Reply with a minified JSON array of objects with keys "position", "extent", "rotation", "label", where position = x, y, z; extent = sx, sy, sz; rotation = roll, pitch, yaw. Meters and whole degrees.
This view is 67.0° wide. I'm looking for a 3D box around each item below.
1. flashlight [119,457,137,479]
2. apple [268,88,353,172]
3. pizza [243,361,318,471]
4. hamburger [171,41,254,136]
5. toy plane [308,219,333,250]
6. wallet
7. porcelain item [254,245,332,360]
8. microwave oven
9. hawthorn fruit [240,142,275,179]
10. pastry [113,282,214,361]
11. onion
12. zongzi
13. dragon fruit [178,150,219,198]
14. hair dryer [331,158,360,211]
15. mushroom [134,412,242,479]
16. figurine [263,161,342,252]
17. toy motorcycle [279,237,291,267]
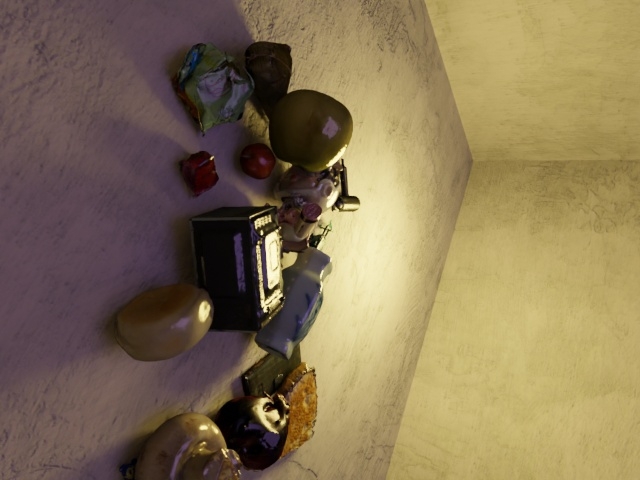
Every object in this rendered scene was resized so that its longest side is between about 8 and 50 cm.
[{"position":[-0.541,0.686,1.375],"extent":[0.057,0.036,0.121],"rotation":[-12,104,-57],"label":"flashlight"},{"position":[-0.035,-0.368,1.647],"extent":[0.292,0.292,0.253],"rotation":[17,93,-57],"label":"apple"},{"position":[-0.123,0.683,1.947],"extent":[0.435,0.080,0.391],"rotation":[-1,106,-60],"label":"pizza"},{"position":[-0.299,-0.470,1.474],"extent":[0.276,0.151,0.260],"rotation":[-42,130,-47],"label":"hamburger"},{"position":[0.000,0.000,2.088],"extent":[0.234,0.060,0.096],"rotation":[-62,149,-25],"label":"toy plane"},{"position":[-0.181,0.513,1.896],"extent":[0.317,0.044,0.168],"rotation":[-32,122,-50],"label":"wallet"},{"position":[-0.094,0.232,1.816],"extent":[0.242,0.179,0.404],"rotation":[86,26,-64],"label":"porcelain item"},{"position":[-0.241,0.080,1.515],"extent":[0.286,0.219,0.354],"rotation":[-41,130,-74],"label":"microwave oven"},{"position":[-0.213,-0.274,1.645],"extent":[0.140,0.125,0.125],"rotation":[102,9,-66],"label":"hawthorn fruit"},{"position":[-0.418,0.216,1.310],"extent":[0.265,0.265,0.133],"rotation":[-47,130,-43],"label":"pastry"},{"position":[-0.243,0.652,1.677],"extent":[0.281,0.221,0.280],"rotation":[0,90,-29],"label":"onion"},{"position":[-0.174,-0.506,1.621],"extent":[0.273,0.145,0.299],"rotation":[-73,166,-68],"label":"zongzi"},{"position":[-0.376,-0.216,1.462],"extent":[0.102,0.096,0.147],"rotation":[-44,162,-32],"label":"dragon fruit"},{"position":[0.093,-0.252,2.200],"extent":[0.196,0.078,0.248],"rotation":[-5,89,-56],"label":"hair dryer"},{"position":[-0.369,0.666,1.402],"extent":[0.298,0.290,0.297],"rotation":[-10,102,-57],"label":"mushroom"},{"position":[-0.071,-0.156,1.800],"extent":[0.210,0.254,0.361],"rotation":[81,26,-51],"label":"figurine"},{"position":[-0.160,0.044,1.828],"extent":[0.215,0.080,0.122],"rotation":[-29,116,-53],"label":"toy motorcycle"}]
